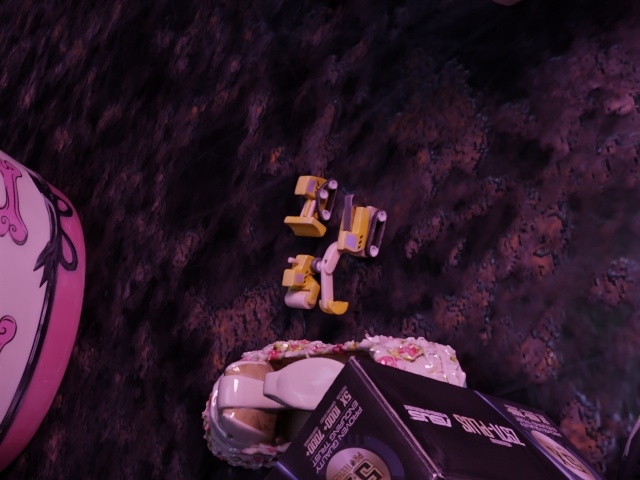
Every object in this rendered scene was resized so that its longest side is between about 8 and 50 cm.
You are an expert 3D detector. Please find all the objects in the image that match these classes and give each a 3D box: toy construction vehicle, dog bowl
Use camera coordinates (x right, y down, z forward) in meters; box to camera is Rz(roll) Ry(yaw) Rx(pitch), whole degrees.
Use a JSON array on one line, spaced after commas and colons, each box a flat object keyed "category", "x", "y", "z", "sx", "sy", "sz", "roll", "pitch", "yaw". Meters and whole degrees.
[{"category": "toy construction vehicle", "x": 0.000, "y": 0.000, "z": 0.620, "sx": 0.086, "sy": 0.035, "sz": 0.098, "roll": 7, "pitch": 79, "yaw": 50}, {"category": "dog bowl", "x": -0.404, "y": 0.082, "z": 0.961, "sx": 0.408, "sy": 0.150, "sz": 0.408, "roll": -22, "pitch": 58, "yaw": 42}]

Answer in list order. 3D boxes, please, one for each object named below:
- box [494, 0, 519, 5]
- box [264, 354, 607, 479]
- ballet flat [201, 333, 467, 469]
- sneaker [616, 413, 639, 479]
[{"category": "box", "x": 0.111, "y": -0.316, "z": 0.516, "sx": 0.148, "sy": 0.121, "sz": 0.311, "roll": -13, "pitch": 76, "yaw": 47}, {"category": "box", "x": 0.034, "y": 0.160, "z": 0.421, "sx": 0.180, "sy": 0.147, "sz": 0.077, "roll": -56, "pitch": 40, "yaw": 14}, {"category": "ballet flat", "x": -0.017, "y": 0.097, "z": 0.564, "sx": 0.241, "sy": 0.077, "sz": 0.091, "roll": -21, "pitch": 60, "yaw": 43}, {"category": "sneaker", "x": 0.202, "y": 0.030, "z": 0.356, "sx": 0.084, "sy": 0.097, "sz": 0.235, "roll": 29, "pitch": 118, "yaw": 12}]
